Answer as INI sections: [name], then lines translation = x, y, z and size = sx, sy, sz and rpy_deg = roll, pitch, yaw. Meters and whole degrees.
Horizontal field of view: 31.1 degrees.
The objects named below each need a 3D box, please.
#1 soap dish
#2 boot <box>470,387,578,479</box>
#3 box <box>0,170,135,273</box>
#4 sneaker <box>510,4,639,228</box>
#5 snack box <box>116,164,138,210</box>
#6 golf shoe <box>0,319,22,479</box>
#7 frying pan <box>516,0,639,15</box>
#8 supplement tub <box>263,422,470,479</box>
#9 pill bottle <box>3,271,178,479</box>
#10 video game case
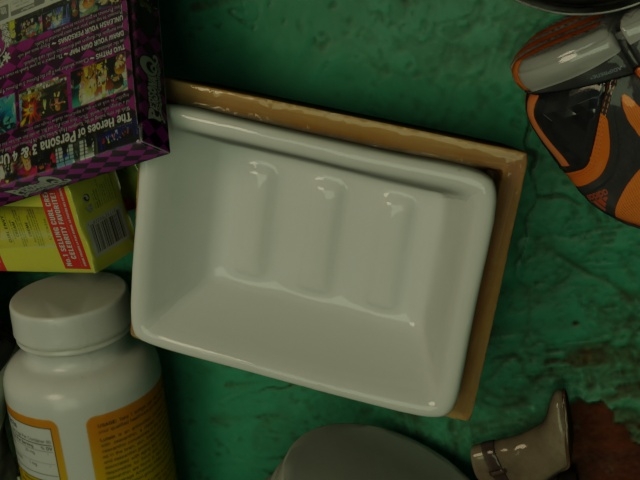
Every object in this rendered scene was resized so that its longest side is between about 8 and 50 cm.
[soap dish]
translation = 0.000, 0.000, 0.900
size = 0.290, 0.118, 0.229
rpy_deg = 13, 115, 11
[boot]
translation = 0.170, 0.178, 0.968
size = 0.086, 0.042, 0.119
rpy_deg = -2, 111, 20
[box]
translation = -0.263, -0.020, 0.969
size = 0.232, 0.058, 0.087
rpy_deg = 1, 114, 34
[sneaker]
translation = 0.305, -0.110, 0.774
size = 0.321, 0.125, 0.180
rpy_deg = -19, 110, 34
[snack box]
translation = -0.202, -0.088, 0.967
size = 0.100, 0.037, 0.141
rpy_deg = -13, 108, 21
[golf shoe]
translation = -0.327, 0.188, 1.105
size = 0.120, 0.105, 0.273
rpy_deg = 23, 120, -18
[frying pan]
translation = 0.211, -0.299, 0.746
size = 0.197, 0.053, 0.326
rpy_deg = 36, 100, 10
[supplement tub]
translation = 0.003, 0.336, 0.979
size = 0.228, 0.228, 0.316
rpy_deg = 27, 117, 4
[pill bottle]
translation = -0.203, 0.158, 1.018
size = 0.136, 0.136, 0.246
rpy_deg = 2, 113, 16
[video game case]
translation = -0.223, -0.139, 0.880
size = 0.232, 0.042, 0.210
rpy_deg = -15, 73, 27
